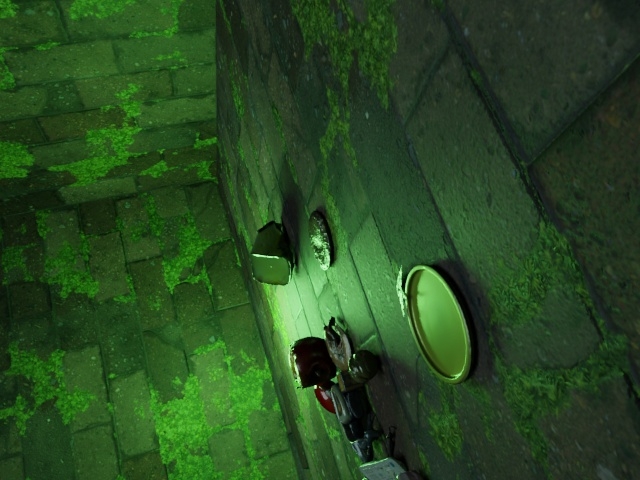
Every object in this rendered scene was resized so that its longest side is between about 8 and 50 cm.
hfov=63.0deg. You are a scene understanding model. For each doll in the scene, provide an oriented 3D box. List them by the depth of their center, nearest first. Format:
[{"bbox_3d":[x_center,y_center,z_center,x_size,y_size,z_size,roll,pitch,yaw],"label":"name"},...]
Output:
[{"bbox_3d":[0.048,0.540,1.753,0.183,0.085,0.217,60,165,-22],"label":"doll"}]

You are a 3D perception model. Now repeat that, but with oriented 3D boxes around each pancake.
[{"bbox_3d":[-0.001,0.000,1.629,0.199,0.021,0.199,167,90,-74],"label":"pancake"}]

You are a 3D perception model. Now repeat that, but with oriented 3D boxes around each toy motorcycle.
[{"bbox_3d":[0.107,0.524,1.546,0.157,0.090,0.263,118,136,-62],"label":"toy motorcycle"}]

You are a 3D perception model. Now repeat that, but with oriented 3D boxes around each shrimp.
[{"bbox_3d":[0.062,0.319,1.635,0.188,0.051,0.132,62,140,28],"label":"shrimp"}]

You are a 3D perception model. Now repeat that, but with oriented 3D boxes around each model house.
[{"bbox_3d":[-0.179,0.048,2.133,0.194,0.170,0.212,84,-168,-46],"label":"model house"}]

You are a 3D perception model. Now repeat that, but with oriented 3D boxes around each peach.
[{"bbox_3d":[-0.027,0.410,1.799,0.267,0.153,0.159,124,138,-78],"label":"peach"}]

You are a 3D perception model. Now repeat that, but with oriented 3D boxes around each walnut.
[{"bbox_3d":[0.114,0.335,1.393,0.092,0.092,0.092,167,90,-74],"label":"walnut"}]

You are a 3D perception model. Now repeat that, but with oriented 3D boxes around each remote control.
[{"bbox_3d":[0.173,0.631,1.439,0.073,0.044,0.229,45,144,7],"label":"remote control"}]

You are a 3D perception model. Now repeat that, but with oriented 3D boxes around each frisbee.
[{"bbox_3d":[0.223,0.157,0.995,0.236,0.017,0.236,167,90,-75],"label":"frisbee"}]

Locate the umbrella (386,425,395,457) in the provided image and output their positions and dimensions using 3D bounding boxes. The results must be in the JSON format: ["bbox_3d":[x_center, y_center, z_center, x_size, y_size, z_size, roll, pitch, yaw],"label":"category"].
[{"bbox_3d":[0.188,0.543,1.405,0.022,0.022,0.149,-63,-23,-51],"label":"umbrella"}]

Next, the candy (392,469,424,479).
[{"bbox_3d":[0.236,0.664,1.162,0.265,0.115,0.156,-140,41,-65],"label":"candy"}]

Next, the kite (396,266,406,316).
[{"bbox_3d":[0.172,0.108,1.119,0.090,0.004,0.122,-110,15,-75],"label":"kite"}]

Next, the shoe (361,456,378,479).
[{"bbox_3d":[0.145,0.722,1.546,0.169,0.099,0.071,-120,21,-47],"label":"shoe"}]
